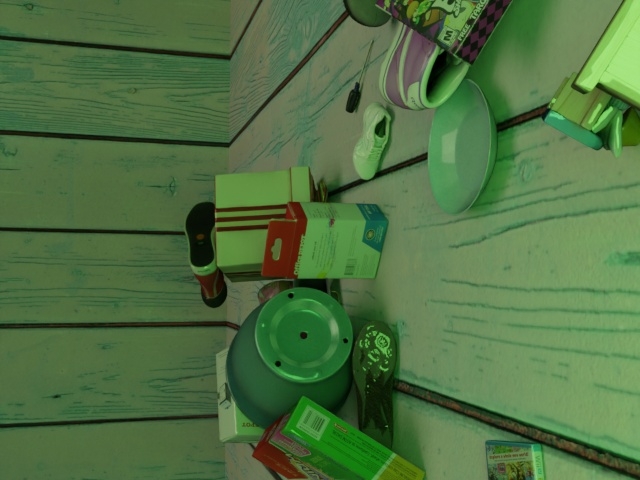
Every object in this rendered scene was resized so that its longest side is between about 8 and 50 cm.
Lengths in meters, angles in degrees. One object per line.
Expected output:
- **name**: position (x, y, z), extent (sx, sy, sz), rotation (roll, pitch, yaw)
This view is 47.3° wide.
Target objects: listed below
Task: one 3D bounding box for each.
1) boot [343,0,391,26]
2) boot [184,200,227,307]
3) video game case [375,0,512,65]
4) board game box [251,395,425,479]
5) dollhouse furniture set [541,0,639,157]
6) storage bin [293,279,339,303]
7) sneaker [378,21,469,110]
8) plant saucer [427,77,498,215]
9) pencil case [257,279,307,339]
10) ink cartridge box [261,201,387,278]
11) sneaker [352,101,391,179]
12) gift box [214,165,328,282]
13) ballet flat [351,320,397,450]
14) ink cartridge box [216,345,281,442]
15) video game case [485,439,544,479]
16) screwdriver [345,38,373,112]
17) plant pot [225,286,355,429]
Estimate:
- **boot**: position (0.129, -0.512, 1.231), extent (0.223, 0.118, 0.338), rotation (-125, 34, -55)
- **boot**: position (-0.269, 0.036, 1.766), extent (0.176, 0.088, 0.244), rotation (82, -179, -46)
- **video game case**: position (0.187, -0.366, 0.930), extent (0.232, 0.041, 0.210), rotation (-59, 38, 19)
- **board game box**: position (0.018, 0.402, 1.320), extent (0.064, 0.242, 0.316), rotation (-58, 0, -29)
- **dollhouse furniture set**: position (0.336, -0.172, 0.567), extent (0.286, 0.198, 0.303), rotation (-61, -8, 15)
- **storage bin**: position (-0.002, 0.149, 1.684), extent (0.091, 0.098, 0.135), rotation (60, -159, -64)
- **sneaker**: position (0.180, -0.321, 1.036), extent (0.161, 0.102, 0.282), rotation (-143, 63, -67)
- **plant saucer**: position (0.209, -0.132, 1.044), extent (0.195, 0.037, 0.195), rotation (-179, 90, -74)
- **pencil case**: position (-0.064, 0.282, 1.747), extent (0.167, 0.160, 0.386), rotation (-41, 48, 49)
- **ink cartridge box**: position (0.000, 0.000, 1.409), extent (0.078, 0.230, 0.134), rotation (-114, 30, -56)
- **sneaker**: position (0.099, -0.185, 1.402), extent (0.061, 0.053, 0.152), rotation (-124, 39, -59)
- **gift box**: position (-0.105, -0.036, 1.758), extent (0.276, 0.258, 0.255), rotation (68, -161, -81)
- **ballet flat**: position (0.102, 0.271, 1.339), extent (0.058, 0.084, 0.250), rotation (7, -100, -82)
- **ink cartridge box**: position (-0.145, 0.332, 1.576), extent (0.082, 0.139, 0.191), rotation (-36, 53, 46)
- **video game case**: position (0.248, 0.339, 0.917), extent (0.119, 0.015, 0.166), rotation (141, 129, -70)
- **screwdriver**: position (0.081, -0.343, 1.530), extent (0.024, 0.025, 0.170), rotation (-108, 24, -48)
- **plant pot**: position (-0.047, 0.221, 1.430), extent (0.255, 0.271, 0.272), rotation (110, 157, -65)
